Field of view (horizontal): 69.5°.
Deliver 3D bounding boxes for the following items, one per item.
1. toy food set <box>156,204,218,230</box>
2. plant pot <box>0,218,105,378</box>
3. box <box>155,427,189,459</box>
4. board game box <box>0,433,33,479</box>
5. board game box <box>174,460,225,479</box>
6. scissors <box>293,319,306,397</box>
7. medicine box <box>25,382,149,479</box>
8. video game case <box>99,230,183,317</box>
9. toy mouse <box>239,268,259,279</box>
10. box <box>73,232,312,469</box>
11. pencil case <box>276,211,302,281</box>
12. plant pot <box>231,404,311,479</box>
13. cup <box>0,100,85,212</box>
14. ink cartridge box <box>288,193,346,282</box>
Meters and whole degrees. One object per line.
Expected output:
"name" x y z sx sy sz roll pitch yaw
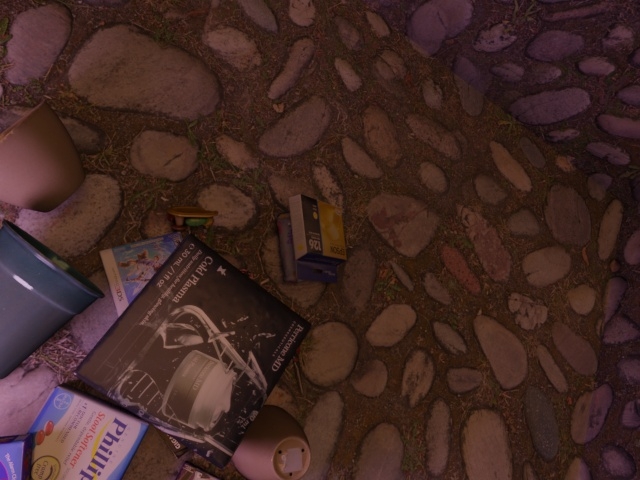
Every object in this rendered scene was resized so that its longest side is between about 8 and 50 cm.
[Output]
"toy food set" -0.475 -0.075 1.638 0.218 0.128 0.071 0 107 -25
"plant pot" -0.861 0.177 1.288 0.341 0.341 0.334 41 72 -10
"box" -0.453 0.496 1.516 0.257 0.079 0.322 -34 92 -29
"board game box" -0.861 0.677 1.136 0.233 0.078 0.347 2 82 -17
"board game box" -0.328 0.874 1.451 0.347 0.056 0.208 27 71 -1
"scissors" -0.103 0.429 1.723 0.109 0.021 0.297 11 74 -24
"medicine box" -0.697 0.598 1.341 0.289 0.149 0.263 30 67 -14
"video game case" -0.574 0.119 1.563 0.270 0.061 0.244 -17 86 -27
"toy mouse" -0.305 0.151 1.691 0.161 0.031 0.143 -43 97 -27
"box" -0.373 0.323 1.394 0.472 0.297 0.480 39 64 -13
"pencil case" -0.097 0.027 1.763 0.114 0.124 0.273 -1 78 -29
"plant pot" -0.137 0.683 1.501 0.257 0.274 0.256 6 75 -23
"cup" -0.869 -0.224 1.400 0.237 0.331 0.331 51 61 -33
"ink cartridge box" 0.000 0.000 1.761 0.304 0.072 0.307 13 65 -58
